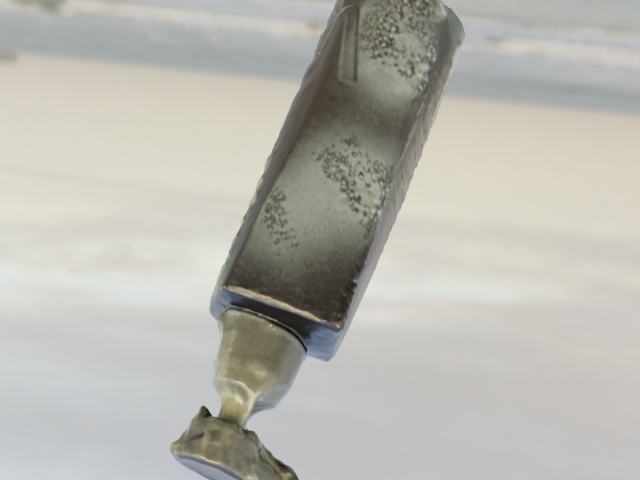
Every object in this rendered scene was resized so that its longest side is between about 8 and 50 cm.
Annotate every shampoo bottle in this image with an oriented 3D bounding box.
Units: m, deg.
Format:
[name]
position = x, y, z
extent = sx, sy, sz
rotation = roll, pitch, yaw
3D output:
[shampoo bottle]
position = 0.000, -0.001, 0.697
extent = 0.063, 0.208, 0.057
rotation = 20, 161, 7
